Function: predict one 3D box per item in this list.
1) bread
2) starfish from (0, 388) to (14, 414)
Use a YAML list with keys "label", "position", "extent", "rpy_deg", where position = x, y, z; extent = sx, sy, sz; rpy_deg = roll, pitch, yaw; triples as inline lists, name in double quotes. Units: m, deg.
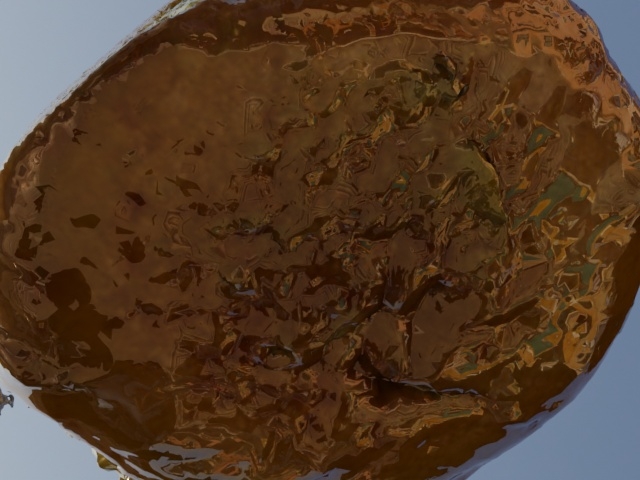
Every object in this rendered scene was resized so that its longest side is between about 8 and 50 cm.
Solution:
- label: "bread"
  position: [0.000, 0.000, 0.538]
  extent: [0.268, 0.146, 0.268]
  rpy_deg: [-7, -62, -13]
- label: "starfish"
  position: [-0.268, 0.069, 0.923]
  extent: [0.060, 0.299, 0.302]
  rpy_deg: [-12, -50, -6]
